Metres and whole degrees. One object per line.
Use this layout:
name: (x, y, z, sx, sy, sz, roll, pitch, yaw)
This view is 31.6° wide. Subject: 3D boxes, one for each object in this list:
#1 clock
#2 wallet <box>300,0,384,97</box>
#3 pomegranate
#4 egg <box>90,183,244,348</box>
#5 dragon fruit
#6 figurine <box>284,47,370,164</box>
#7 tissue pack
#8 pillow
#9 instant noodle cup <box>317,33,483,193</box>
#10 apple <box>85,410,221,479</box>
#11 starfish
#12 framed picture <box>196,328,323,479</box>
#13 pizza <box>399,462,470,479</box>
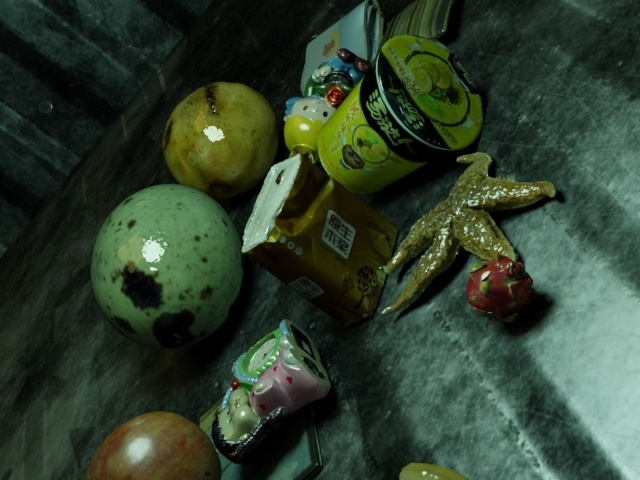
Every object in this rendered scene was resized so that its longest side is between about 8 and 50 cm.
clock: (-0.084, 0.234, 1.720, 0.195, 0.100, 0.194, -46, 22, 8)
wallet: (0.048, -0.391, 2.373, 0.231, 0.069, 0.170, -24, 55, 52)
pomegranate: (-0.206, -0.210, 2.389, 0.260, 0.260, 0.260, -40, 28, 26)
egg: (-0.287, 0.042, 2.124, 0.287, 0.287, 0.379, -47, 27, 12)
dragon fruit: (0.225, 0.063, 1.452, 0.081, 0.086, 0.116, -28, 5, -20)
figurine: (0.010, -0.253, 2.193, 0.185, 0.127, 0.234, -40, 13, 42)
tissue pack: (0.000, 0.000, 1.754, 0.092, 0.226, 0.183, -24, 38, 43)
pillow: (0.183, -0.409, 2.180, 0.212, 0.052, 0.208, -30, 30, 40)
instant noodle cup: (0.116, -0.192, 1.860, 0.236, 0.215, 0.215, -36, 29, 48)
apple: (-0.240, 0.347, 1.657, 0.188, 0.188, 0.174, -20, 16, 50)
starfish: (0.206, -0.021, 1.627, 0.302, 0.060, 0.299, -2, 53, 58)
framed picture: (-0.105, 0.315, 1.779, 0.265, 0.016, 0.347, -43, 27, 19)
pizza: (0.136, 0.368, 1.216, 0.182, 0.074, 0.365, -36, 28, 15)
